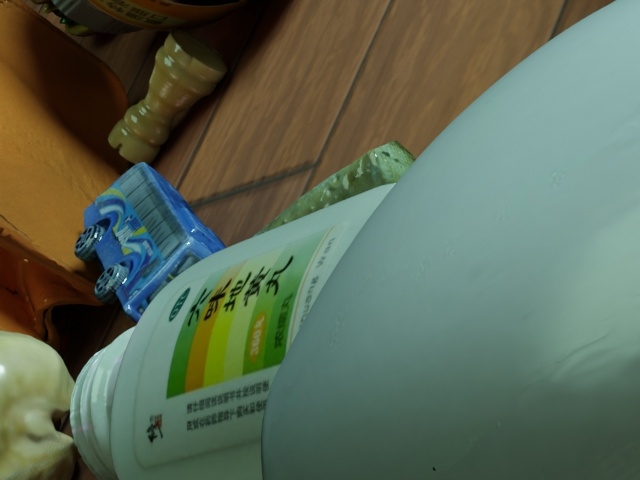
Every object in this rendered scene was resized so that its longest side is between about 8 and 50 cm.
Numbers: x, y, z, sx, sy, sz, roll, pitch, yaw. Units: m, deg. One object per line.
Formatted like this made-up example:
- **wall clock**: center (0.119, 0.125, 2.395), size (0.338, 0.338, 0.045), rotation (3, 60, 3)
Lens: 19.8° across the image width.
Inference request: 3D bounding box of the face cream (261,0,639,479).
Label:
- **face cream**: center (0.149, 0.030, 0.717), size (0.357, 0.219, 0.312), rotation (-38, 29, 33)

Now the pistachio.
- **pistachio**: center (-0.267, 0.145, 1.431), size (0.157, 0.157, 0.229), rotation (-61, 17, -13)

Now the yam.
- **yam**: center (0.000, 0.000, 1.228), size (0.169, 0.068, 0.068), rotation (-42, 26, 27)

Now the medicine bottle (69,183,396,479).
- **medicine bottle**: center (-0.030, 0.084, 1.109), size (0.324, 0.124, 0.179), rotation (-22, 49, 54)

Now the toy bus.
- **toy bus**: center (-0.131, 0.010, 1.449), size (0.094, 0.079, 0.236), rotation (-51, 24, 4)

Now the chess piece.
- **chess piece**: center (-0.144, -0.129, 1.684), size (0.122, 0.066, 0.066), rotation (-52, 23, 20)

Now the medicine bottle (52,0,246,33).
- **medicine bottle**: center (-0.149, -0.306, 1.740), size (0.242, 0.242, 0.395), rotation (-60, 10, -12)

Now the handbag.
- **handbag**: center (-0.309, -0.094, 1.647), size (0.116, 0.303, 0.410), rotation (-43, 26, 19)

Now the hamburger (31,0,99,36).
- **hamburger**: center (-0.259, -0.309, 2.067), size (0.162, 0.115, 0.162), rotation (-42, 28, 29)
